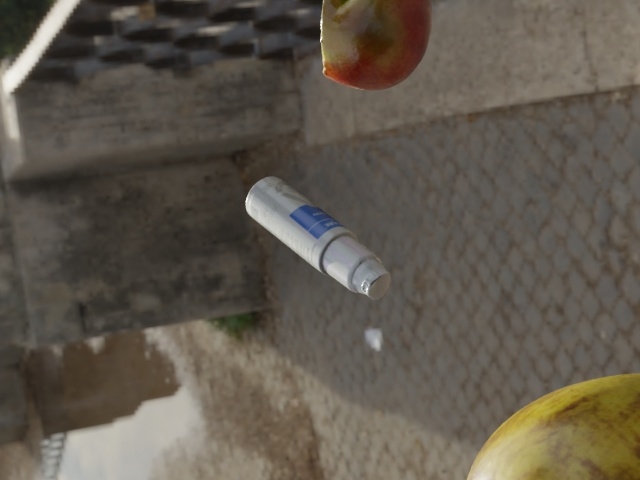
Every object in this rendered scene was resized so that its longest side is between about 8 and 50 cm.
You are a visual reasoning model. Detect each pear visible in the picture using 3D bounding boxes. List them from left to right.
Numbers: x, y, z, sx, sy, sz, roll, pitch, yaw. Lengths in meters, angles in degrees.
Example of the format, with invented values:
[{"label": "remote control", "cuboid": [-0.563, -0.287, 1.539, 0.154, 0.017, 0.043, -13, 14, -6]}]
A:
[{"label": "pear", "cuboid": [0.260, 0.245, 1.053, 0.281, 0.280, 0.281, 171, 90, -69]}]

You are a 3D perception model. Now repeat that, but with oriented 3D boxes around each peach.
[{"label": "peach", "cuboid": [0.055, -0.215, 1.246, 0.118, 0.151, 0.151, 51, 157, -3]}]

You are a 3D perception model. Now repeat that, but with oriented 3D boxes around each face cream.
[{"label": "face cream", "cuboid": [0.000, 0.000, 0.804, 0.130, 0.034, 0.034, 39, 135, 42]}]
